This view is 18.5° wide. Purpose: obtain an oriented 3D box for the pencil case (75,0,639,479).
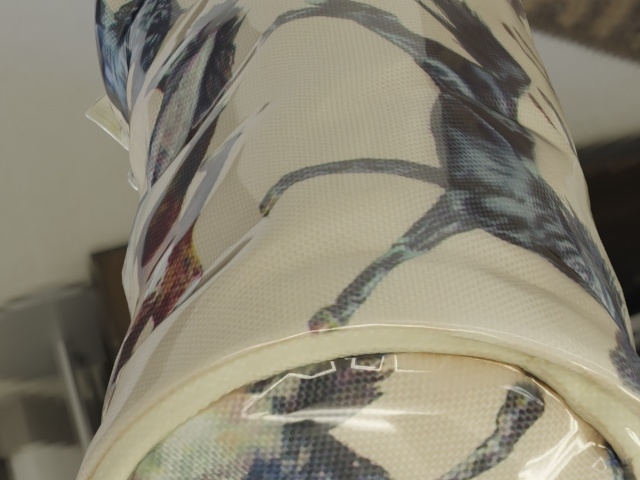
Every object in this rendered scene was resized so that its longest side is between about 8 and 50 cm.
[{"bbox_3d":[0.000,0.000,0.658,0.160,0.410,0.183,29,114,-20],"label":"pencil case"}]
